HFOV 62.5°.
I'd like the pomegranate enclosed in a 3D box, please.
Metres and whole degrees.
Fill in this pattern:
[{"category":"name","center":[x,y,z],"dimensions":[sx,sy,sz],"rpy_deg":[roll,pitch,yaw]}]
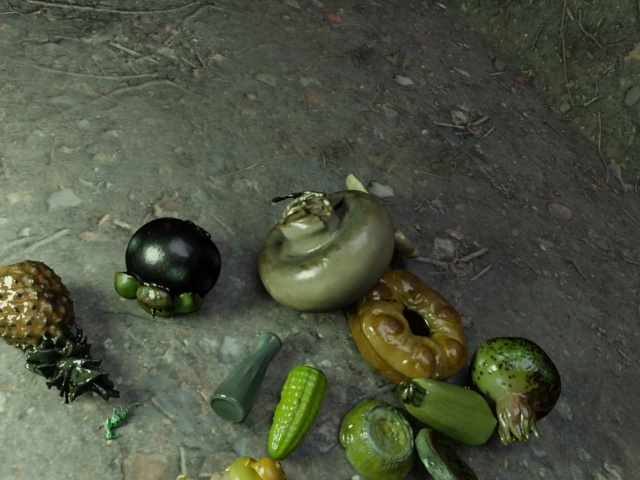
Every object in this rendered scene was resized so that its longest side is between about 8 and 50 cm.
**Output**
[{"category":"pomegranate","center":[0.471,0.379,1.306],"dimensions":[0.222,0.204,0.276],"rpy_deg":[20,64,2]}]

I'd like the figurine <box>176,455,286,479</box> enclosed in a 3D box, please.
[{"category":"figurine","center":[-0.180,0.474,0.984],"dimensions":[0.247,0.131,0.156],"rpy_deg":[-1,10,-7]}]

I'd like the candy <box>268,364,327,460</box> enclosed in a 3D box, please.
[{"category":"candy","center":[-0.055,0.373,1.141],"dimensions":[0.097,0.096,0.209],"rpy_deg":[27,53,-1]}]

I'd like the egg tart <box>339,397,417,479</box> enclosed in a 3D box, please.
[{"category":"egg tart","center":[0.142,0.440,1.179],"dimensions":[0.197,0.078,0.197],"rpy_deg":[14,49,-17]}]

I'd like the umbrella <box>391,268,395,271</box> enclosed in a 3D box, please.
[{"category":"umbrella","center":[0.217,0.116,1.537],"dimensions":[0.032,0.020,0.083],"rpy_deg":[9,53,-16]}]

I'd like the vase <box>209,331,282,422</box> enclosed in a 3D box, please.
[{"category":"vase","center":[-0.155,0.295,1.173],"dimensions":[0.086,0.086,0.214],"rpy_deg":[31,41,3]}]

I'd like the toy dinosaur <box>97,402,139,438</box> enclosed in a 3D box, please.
[{"category":"toy dinosaur","center":[-0.399,0.357,1.046],"dimensions":[0.083,0.021,0.062],"rpy_deg":[-6,61,-24]}]

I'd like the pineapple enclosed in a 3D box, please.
[{"category":"pineapple","center":[-0.533,0.201,1.048],"dimensions":[0.169,0.169,0.340],"rpy_deg":[-33,80,-40]}]

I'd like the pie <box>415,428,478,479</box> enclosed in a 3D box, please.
[{"category":"pie","center":[0.284,0.495,1.162],"dimensions":[0.187,0.041,0.187],"rpy_deg":[40,12,-10]}]

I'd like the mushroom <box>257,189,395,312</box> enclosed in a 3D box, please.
[{"category":"mushroom","center":[0.000,0.000,1.303],"dimensions":[0.294,0.362,0.362],"rpy_deg":[59,37,-29]}]

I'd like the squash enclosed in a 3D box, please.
[{"category":"squash","center":[0.259,0.364,1.206],"dimensions":[0.288,0.137,0.137],"rpy_deg":[31,42,-25]}]

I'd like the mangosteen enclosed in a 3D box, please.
[{"category":"mangosteen","center":[-0.345,0.061,1.210],"dimensions":[0.243,0.243,0.242],"rpy_deg":[13,47,-14]}]

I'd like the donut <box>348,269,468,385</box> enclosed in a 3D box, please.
[{"category":"donut","center":[0.223,0.227,1.350],"dimensions":[0.299,0.150,0.317],"rpy_deg":[4,49,-22]}]

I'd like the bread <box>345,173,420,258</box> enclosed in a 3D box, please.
[{"category":"bread","center":[0.179,-0.064,1.545],"dimensions":[0.316,0.054,0.316],"rpy_deg":[50,6,-8]}]
